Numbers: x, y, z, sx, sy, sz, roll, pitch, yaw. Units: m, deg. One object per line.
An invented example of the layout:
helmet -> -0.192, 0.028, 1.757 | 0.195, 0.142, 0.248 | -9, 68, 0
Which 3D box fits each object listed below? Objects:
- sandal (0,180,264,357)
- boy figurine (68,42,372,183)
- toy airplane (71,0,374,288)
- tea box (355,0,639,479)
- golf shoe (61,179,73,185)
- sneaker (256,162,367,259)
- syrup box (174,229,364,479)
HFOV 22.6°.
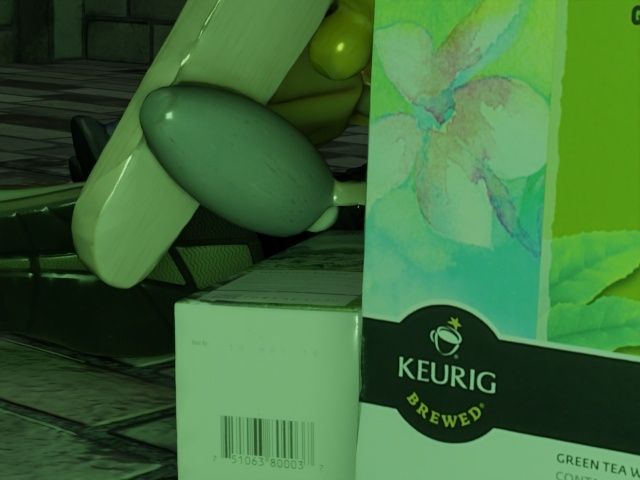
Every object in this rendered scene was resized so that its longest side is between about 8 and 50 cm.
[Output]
sandal -> -0.186, 0.006, 1.002 | 0.303, 0.120, 0.086 | -1, 29, -4
boy figurine -> -0.035, -0.079, 1.131 | 0.285, 0.092, 0.177 | -19, -22, -21
toy airplane -> 0.029, -0.187, 0.863 | 0.272, 0.386, 0.384 | 34, 43, 14
tea box -> 0.186, -0.032, 0.702 | 0.220, 0.323, 0.329 | 7, 12, 29
golf shoe -> -0.128, -0.036, 1.314 | 0.140, 0.115, 0.306 | 1, 8, 23
sneaker -> 0.000, 0.000, 1.202 | 0.130, 0.109, 0.286 | -8, 3, 4
syrup box -> 0.011, 0.056, 0.836 | 0.093, 0.096, 0.237 | 2, 9, 18
